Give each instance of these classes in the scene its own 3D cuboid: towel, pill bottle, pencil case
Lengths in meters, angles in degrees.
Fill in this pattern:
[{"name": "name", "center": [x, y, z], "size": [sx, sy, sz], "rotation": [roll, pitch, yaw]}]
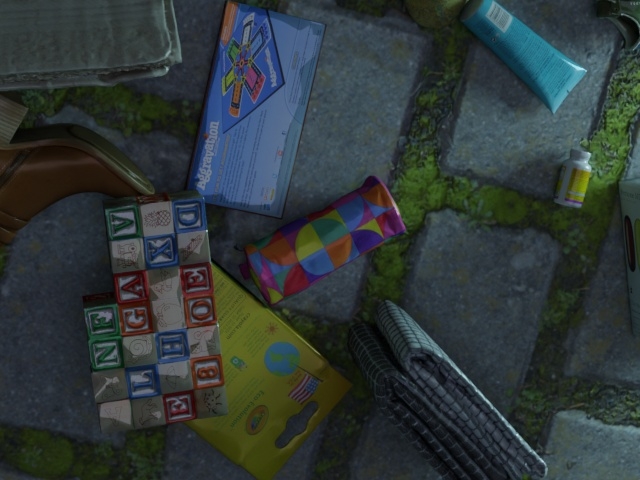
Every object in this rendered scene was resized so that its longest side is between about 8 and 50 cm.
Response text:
[{"name": "towel", "center": [0.166, 0.236, 1.859], "size": [0.121, 0.235, 0.283], "rotation": [-42, 105, 1]}, {"name": "towel", "center": [-0.327, -0.287, 1.712], "size": [0.282, 0.049, 0.187], "rotation": [-5, 63, -11]}, {"name": "pill bottle", "center": [0.375, -0.092, 1.945], "size": [0.043, 0.043, 0.083], "rotation": [12, 97, -14]}, {"name": "pencil case", "center": [0.000, 0.000, 1.851], "size": [0.236, 0.104, 0.104], "rotation": [-27, 104, -7]}]

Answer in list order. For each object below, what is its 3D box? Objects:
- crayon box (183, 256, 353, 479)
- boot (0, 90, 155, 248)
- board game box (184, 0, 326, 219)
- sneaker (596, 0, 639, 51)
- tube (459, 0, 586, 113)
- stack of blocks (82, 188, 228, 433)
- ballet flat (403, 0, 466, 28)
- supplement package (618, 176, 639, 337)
[{"name": "crayon box", "center": [-0.137, 0.172, 1.859], "size": [0.318, 0.081, 0.202], "rotation": [42, 89, -15]}, {"name": "boot", "center": [-0.386, -0.059, 1.756], "size": [0.283, 0.109, 0.220], "rotation": [26, 102, -28]}, {"name": "board game box", "center": [-0.093, -0.180, 1.835], "size": [0.145, 0.027, 0.281], "rotation": [12, 97, -16]}, {"name": "sneaker", "center": [0.429, -0.357, 1.899], "size": [0.086, 0.064, 0.192], "rotation": [-43, 109, -7]}, {"name": "tube", "center": [0.291, -0.274, 1.895], "size": [0.207, 0.052, 0.080], "rotation": [37, 95, -21]}, {"name": "stack of blocks", "center": [-0.226, 0.091, 1.737], "size": [0.171, 0.087, 0.297], "rotation": [-7, 102, -11]}, {"name": "ballet flat", "center": [0.186, -0.465, 1.802], "size": [0.123, 0.123, 0.348], "rotation": [10, 98, -14]}, {"name": "supplement package", "center": [0.541, 0.026, 1.953], "size": [0.134, 0.139, 0.244], "rotation": [-10, 100, -11]}]
